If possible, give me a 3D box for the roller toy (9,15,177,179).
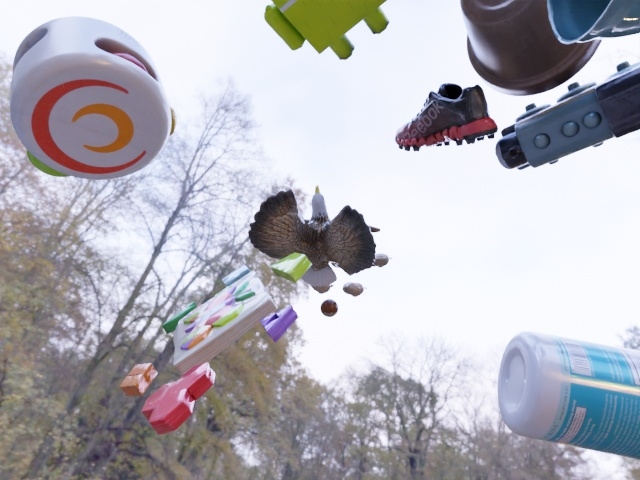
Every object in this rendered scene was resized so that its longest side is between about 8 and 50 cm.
[{"bbox_3d":[-0.313,-0.197,0.639,0.209,0.146,0.191,-14,-39,-17],"label":"roller toy"}]

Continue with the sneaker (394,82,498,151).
[{"bbox_3d":[0.263,-0.272,1.019,0.276,0.097,0.135,6,-68,60],"label":"sneaker"}]

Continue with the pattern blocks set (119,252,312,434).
[{"bbox_3d":[-0.134,0.103,0.605,0.026,0.285,0.325,58,-24,-15],"label":"pattern blocks set"}]

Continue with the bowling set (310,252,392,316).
[{"bbox_3d":[0.056,0.119,1.289,0.287,0.200,0.154,1,-5,-7],"label":"bowling set"}]

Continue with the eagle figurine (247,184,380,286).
[{"bbox_3d":[-0.004,-0.010,0.982,0.226,0.298,0.225,-35,-89,10],"label":"eagle figurine"}]

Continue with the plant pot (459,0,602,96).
[{"bbox_3d":[0.379,-0.435,0.876,0.263,0.263,0.229,-17,-13,37],"label":"plant pot"}]

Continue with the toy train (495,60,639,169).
[{"bbox_3d":[0.502,-0.233,0.883,0.334,0.190,0.142,-20,-84,42],"label":"toy train"}]

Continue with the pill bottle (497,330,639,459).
[{"bbox_3d":[0.401,0.220,0.642,0.264,0.146,0.146,11,-36,4],"label":"pill bottle"}]

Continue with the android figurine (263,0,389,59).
[{"bbox_3d":[0.008,-0.456,0.832,0.248,0.056,0.273,-32,-39,25],"label":"android figurine"}]

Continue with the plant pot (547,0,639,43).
[{"bbox_3d":[0.428,-0.394,0.550,0.196,0.293,0.293,2,-37,6],"label":"plant pot"}]
